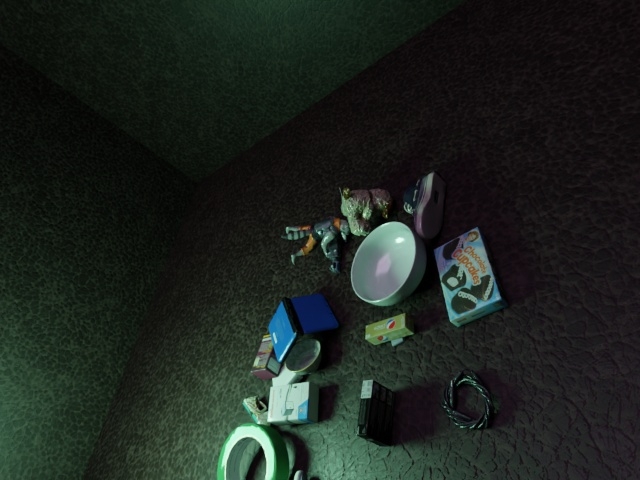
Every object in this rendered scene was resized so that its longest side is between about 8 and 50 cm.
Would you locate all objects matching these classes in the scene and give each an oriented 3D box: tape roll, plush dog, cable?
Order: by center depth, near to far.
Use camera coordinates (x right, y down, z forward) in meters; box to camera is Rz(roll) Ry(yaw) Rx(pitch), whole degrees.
[{"bbox_3d":[0.436,0.482,1.412,0.150,0.047,0.184,-45,34,12],"label":"cable"},{"bbox_3d":[-0.261,0.873,1.815,0.321,0.077,0.321,-20,58,35],"label":"tape roll"},{"bbox_3d":[0.220,-0.174,2.176,0.225,0.211,0.262,-13,36,-6],"label":"plush dog"}]

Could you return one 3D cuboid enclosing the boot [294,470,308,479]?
[{"bbox_3d":[-0.037,0.882,1.615,0.086,0.069,0.190,-26,49,24],"label":"boot"}]

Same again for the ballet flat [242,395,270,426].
[{"bbox_3d":[-0.256,0.737,2.005,0.077,0.091,0.241,-26,32,-20],"label":"ballet flat"}]

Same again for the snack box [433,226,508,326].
[{"bbox_3d":[0.512,0.122,1.644,0.187,0.060,0.322,-32,38,28],"label":"snack box"}]

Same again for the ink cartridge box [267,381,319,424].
[{"bbox_3d":[-0.106,0.643,1.861,0.190,0.082,0.140,-16,54,27],"label":"ink cartridge box"}]

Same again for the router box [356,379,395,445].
[{"bbox_3d":[0.185,0.569,1.561,0.046,0.133,0.179,-20,45,39],"label":"router box"}]

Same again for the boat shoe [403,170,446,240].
[{"bbox_3d":[0.415,-0.125,1.959,0.158,0.127,0.340,-24,35,47],"label":"boat shoe"}]

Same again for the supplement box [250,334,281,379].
[{"bbox_3d":[-0.227,0.523,2.142,0.104,0.081,0.188,-22,36,39],"label":"supplement box"}]

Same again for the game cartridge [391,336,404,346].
[{"bbox_3d":[0.284,0.347,1.757,0.056,0.017,0.083,-33,38,21],"label":"game cartridge"}]

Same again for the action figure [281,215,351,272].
[{"bbox_3d":[0.000,0.000,2.263,0.330,0.178,0.341,-20,46,10],"label":"action figure"}]

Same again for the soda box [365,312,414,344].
[{"bbox_3d":[0.254,0.327,1.739,0.181,0.061,0.058,-25,41,36],"label":"soda box"}]

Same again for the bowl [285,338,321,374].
[{"bbox_3d":[-0.056,0.497,1.959,0.170,0.080,0.170,-25,28,15],"label":"bowl"}]

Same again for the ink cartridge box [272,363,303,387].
[{"bbox_3d":[-0.146,0.592,2.053,0.145,0.045,0.179,-50,15,5],"label":"ink cartridge box"}]

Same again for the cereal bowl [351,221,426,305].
[{"bbox_3d":[0.283,0.105,1.853,0.339,0.141,0.339,-34,40,35],"label":"cereal bowl"}]

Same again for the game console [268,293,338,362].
[{"bbox_3d":[-0.083,0.377,2.071,0.250,0.173,0.293,-61,23,13],"label":"game console"}]
